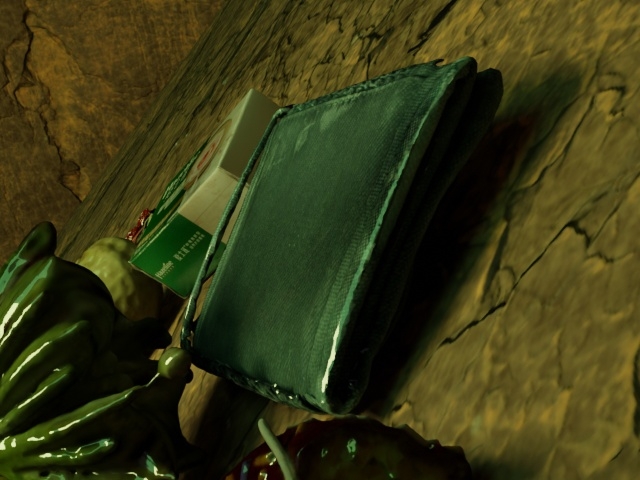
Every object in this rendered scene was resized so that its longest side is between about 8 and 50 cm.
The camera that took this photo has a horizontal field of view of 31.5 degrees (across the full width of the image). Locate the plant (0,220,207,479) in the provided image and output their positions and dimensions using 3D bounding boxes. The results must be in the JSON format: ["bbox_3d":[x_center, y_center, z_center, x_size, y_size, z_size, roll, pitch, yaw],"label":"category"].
[{"bbox_3d":[-0.256,0.141,0.840,0.333,0.180,0.251,-28,39,-8],"label":"plant"}]

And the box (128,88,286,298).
[{"bbox_3d":[-0.109,-0.047,1.209,0.199,0.081,0.135,-40,23,39],"label":"box"}]

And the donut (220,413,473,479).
[{"bbox_3d":[-0.024,0.178,0.486,0.216,0.096,0.230,-43,21,40],"label":"donut"}]

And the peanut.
[{"bbox_3d":[-0.230,0.074,1.270,0.140,0.109,0.159,79,-167,-70],"label":"peanut"}]

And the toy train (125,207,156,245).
[{"bbox_3d":[-0.242,0.019,1.519,0.138,0.050,0.087,-48,21,29],"label":"toy train"}]

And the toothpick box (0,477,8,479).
[{"bbox_3d":[-0.298,0.270,0.980,0.271,0.175,0.175,-65,17,-15],"label":"toothpick box"}]

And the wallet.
[{"bbox_3d":[0.000,0.000,0.815,0.237,0.075,0.342,-66,19,-9],"label":"wallet"}]
